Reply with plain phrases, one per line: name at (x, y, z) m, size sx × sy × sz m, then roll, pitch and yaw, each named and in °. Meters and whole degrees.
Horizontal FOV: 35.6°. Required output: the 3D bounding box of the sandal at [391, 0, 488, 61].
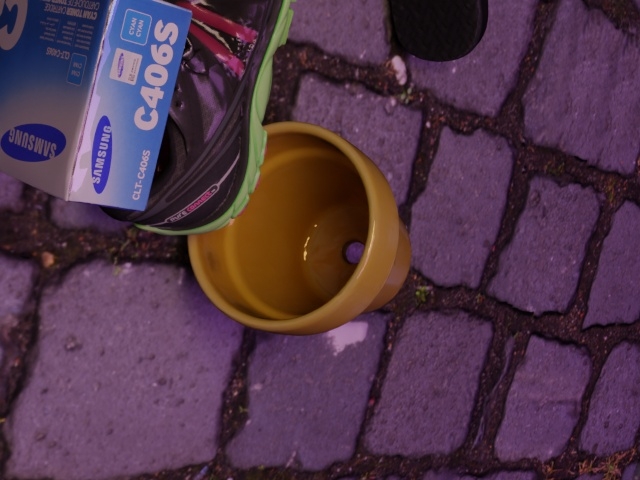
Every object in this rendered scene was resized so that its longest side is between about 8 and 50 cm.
sandal at (0.154, -0.463, 1.321) m, size 0.107 × 0.168 × 0.445 m, roll -54°, pitch 148°, yaw -52°

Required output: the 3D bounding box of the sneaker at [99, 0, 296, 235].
sneaker at (-0.151, -0.231, 1.060) m, size 0.202 × 0.185 × 0.482 m, roll -10°, pitch 110°, yaw -45°

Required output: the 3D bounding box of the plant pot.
plant pot at (0.000, 0.000, 1.265) m, size 0.239 × 0.254 × 0.254 m, roll 20°, pitch 90°, yaw -62°

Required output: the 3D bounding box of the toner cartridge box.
toner cartridge box at (-0.256, -0.145, 0.867) m, size 0.075 × 0.348 × 0.165 m, roll 7°, pitch 99°, yaw -44°
